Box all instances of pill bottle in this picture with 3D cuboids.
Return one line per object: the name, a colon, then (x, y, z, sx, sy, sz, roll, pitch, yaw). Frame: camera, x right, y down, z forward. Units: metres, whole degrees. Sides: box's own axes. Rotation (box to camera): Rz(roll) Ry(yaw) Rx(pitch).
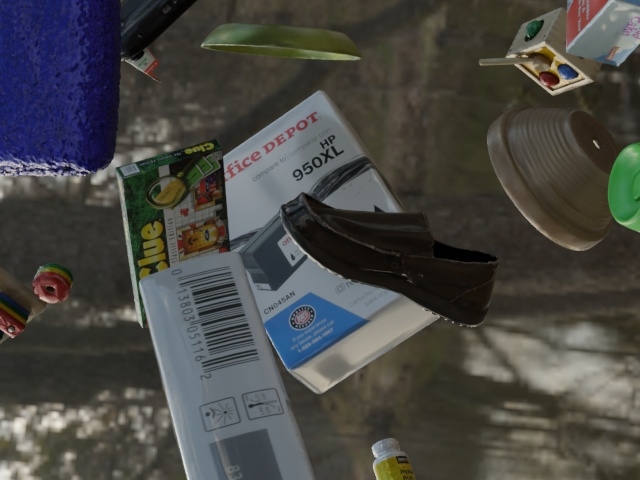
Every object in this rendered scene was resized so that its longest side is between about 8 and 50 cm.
pill bottle: (0.129, 0.407, 2.444, 0.065, 0.065, 0.116, 93, 161, -59)

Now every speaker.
speaker: (0.538, -0.055, 1.857, 0.131, 0.296, 0.131, -173, 90, -73)

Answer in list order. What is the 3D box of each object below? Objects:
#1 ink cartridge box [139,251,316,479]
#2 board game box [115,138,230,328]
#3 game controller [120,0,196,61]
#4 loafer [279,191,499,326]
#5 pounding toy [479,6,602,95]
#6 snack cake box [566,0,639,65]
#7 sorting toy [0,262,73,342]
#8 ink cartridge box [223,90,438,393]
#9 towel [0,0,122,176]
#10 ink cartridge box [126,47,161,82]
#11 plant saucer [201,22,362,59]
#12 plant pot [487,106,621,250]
ink cartridge box: (-0.044, 0.250, 1.101, 0.308, 0.091, 0.385, -113, 11, -47)
board game box: (-0.184, -0.005, 1.807, 0.030, 0.136, 0.259, -123, 23, -44)
game controller: (-0.184, -0.346, 1.856, 0.319, 0.067, 0.166, -46, 18, -19)
loafer: (0.067, 0.001, 1.272, 0.078, 0.220, 0.080, -61, 19, 18)
pounding toy: (0.359, -0.299, 2.258, 0.130, 0.141, 0.100, -15, 43, 62)
snack cake box: (0.421, -0.402, 1.984, 0.152, 0.089, 0.264, 130, 150, -63)
sorting toy: (-0.438, 0.089, 1.731, 0.274, 0.132, 0.046, -34, 29, 30)
ink cartridge box: (0.000, 0.000, 2.275, 0.395, 0.285, 0.166, 59, -174, 27)
towel: (-0.271, -0.207, 1.174, 0.076, 0.228, 0.308, 3, -93, -62)
ink cartridge box: (-0.274, -0.281, 2.087, 0.029, 0.063, 0.115, -45, -26, 8)
plant saucer: (-0.056, -0.295, 2.076, 0.241, 0.241, 0.037, -68, -18, -86)
plant pot: (0.363, -0.112, 2.033, 0.110, 0.237, 0.237, -40, 29, 34)
